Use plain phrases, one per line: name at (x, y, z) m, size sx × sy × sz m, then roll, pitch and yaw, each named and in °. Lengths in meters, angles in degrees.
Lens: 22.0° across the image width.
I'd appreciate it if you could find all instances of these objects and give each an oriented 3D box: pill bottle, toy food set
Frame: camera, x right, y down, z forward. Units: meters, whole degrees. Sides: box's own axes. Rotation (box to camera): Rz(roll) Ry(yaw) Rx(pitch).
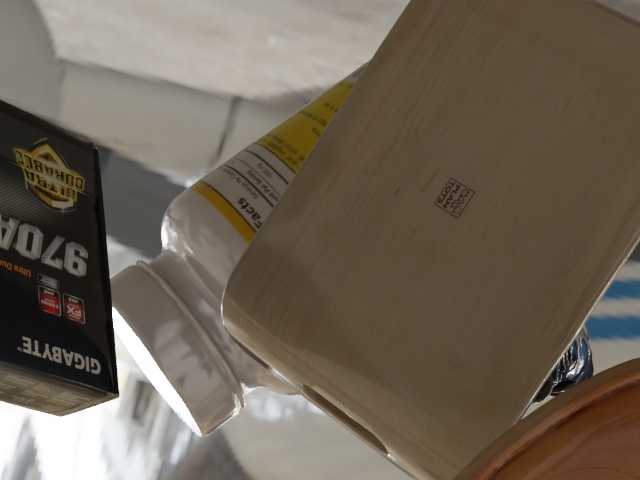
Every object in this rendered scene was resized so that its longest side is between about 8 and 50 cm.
pill bottle at (0.000, 0.000, 1.292) m, size 0.188 × 0.334 × 0.188 m, roll 51°, pitch 168°, yaw 15°
toy food set at (0.101, -0.010, 0.986) m, size 0.220 × 0.306 × 0.092 m, roll 34°, pitch -177°, yaw 36°

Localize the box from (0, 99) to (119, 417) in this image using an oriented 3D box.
box at (-0.211, -0.005, 0.949) m, size 0.051 × 0.175 × 0.220 m, roll -22°, pitch 152°, yaw 28°

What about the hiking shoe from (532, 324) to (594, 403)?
hiking shoe at (0.189, 0.110, 1.595) m, size 0.113 × 0.132 × 0.304 m, roll -26°, pitch 146°, yaw 19°

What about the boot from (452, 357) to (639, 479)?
boot at (0.211, 0.161, 0.759) m, size 0.284 × 0.220 × 0.109 m, roll -13°, pitch 147°, yaw -16°
